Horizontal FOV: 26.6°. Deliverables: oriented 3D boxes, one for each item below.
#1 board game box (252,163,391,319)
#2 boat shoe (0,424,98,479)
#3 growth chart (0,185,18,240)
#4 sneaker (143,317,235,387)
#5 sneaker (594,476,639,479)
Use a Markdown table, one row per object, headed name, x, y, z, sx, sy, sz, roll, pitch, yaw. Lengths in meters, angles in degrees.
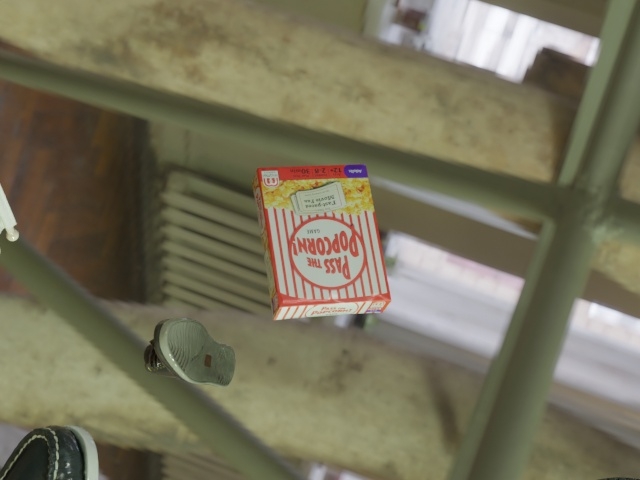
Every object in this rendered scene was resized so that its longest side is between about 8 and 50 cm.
| name | x | y | z | sx | sy | sz | roll | pitch | yaw |
| --- | --- | --- | --- | --- | --- | --- | --- | --- | --- |
| board game box | 0.000 | 0.000 | 1.718 | 0.045 | 0.147 | 0.193 | 120 | -37 | -62 |
| boat shoe | -0.262 | 0.276 | 1.028 | 0.091 | 0.114 | 0.302 | 27 | 77 | -37 |
| growth chart | -0.466 | 0.001 | 1.609 | 0.237 | 0.021 | 0.172 | -34 | 142 | -32 |
| sneaker | -0.213 | 0.160 | 1.903 | 0.222 | 0.118 | 0.083 | 48 | 49 | -64 |
| sneaker | 0.392 | 0.319 | 1.349 | 0.146 | 0.330 | 0.122 | 100 | 9 | -85 |
